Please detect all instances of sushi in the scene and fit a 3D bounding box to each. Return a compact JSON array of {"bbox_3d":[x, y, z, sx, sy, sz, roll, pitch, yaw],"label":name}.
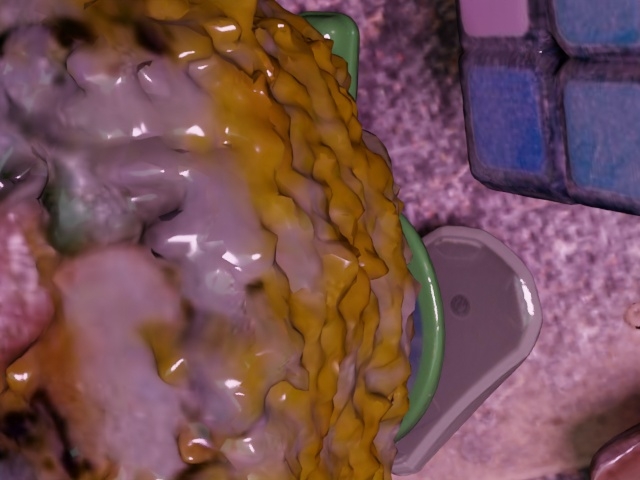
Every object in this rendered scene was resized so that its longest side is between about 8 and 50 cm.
[{"bbox_3d":[-0.155,0.032,0.589,0.396,0.240,0.352,-1,89,20],"label":"sushi"}]

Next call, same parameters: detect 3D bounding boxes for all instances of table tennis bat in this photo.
[{"bbox_3d":[0.000,0.000,0.684,0.160,0.039,0.257,6,99,33],"label":"table tennis bat"}]

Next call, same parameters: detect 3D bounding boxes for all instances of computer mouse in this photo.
[{"bbox_3d":[0.064,0.068,0.701,0.089,0.056,0.182,46,118,20],"label":"computer mouse"}]

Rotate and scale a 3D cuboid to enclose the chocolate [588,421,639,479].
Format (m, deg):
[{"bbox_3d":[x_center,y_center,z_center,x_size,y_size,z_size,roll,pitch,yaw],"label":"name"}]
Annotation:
[{"bbox_3d":[0.273,0.105,0.654,0.261,0.083,0.161,-33,101,8],"label":"chocolate"}]

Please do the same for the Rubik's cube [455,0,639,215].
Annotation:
[{"bbox_3d":[0.230,-0.167,0.418,0.293,0.292,0.287,-16,107,-27],"label":"Rubik's cube"}]
